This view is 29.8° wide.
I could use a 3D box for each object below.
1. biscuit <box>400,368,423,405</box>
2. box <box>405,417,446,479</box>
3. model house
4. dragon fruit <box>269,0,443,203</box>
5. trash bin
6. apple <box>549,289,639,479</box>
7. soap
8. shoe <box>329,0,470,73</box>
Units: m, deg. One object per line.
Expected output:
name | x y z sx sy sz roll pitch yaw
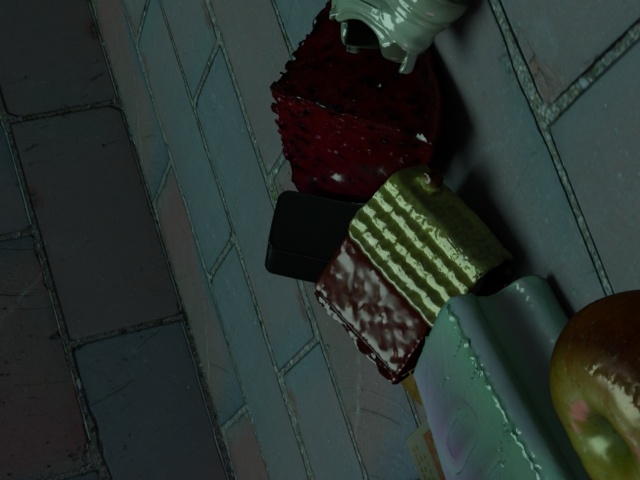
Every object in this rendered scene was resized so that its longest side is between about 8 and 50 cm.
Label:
biscuit | 0.147 0.087 1.811 0.269 0.051 0.375 -129 33 -47
box | 0.203 0.324 1.796 0.201 0.058 0.141 121 133 -61
model house | 0.134 0.036 1.595 0.196 0.160 0.254 48 136 23
dragon fruit | 0.015 -0.178 1.722 0.330 0.240 0.302 122 147 -53
trash bin | 0.000 0.000 1.857 0.225 0.165 0.115 99 -176 -83
apple | 0.338 0.161 1.184 0.210 0.173 0.234 8 119 64
soap | 0.277 0.296 1.446 0.261 0.156 0.446 105 145 -52
shoe | 0.065 -0.330 1.594 0.316 0.124 0.159 51 124 43
